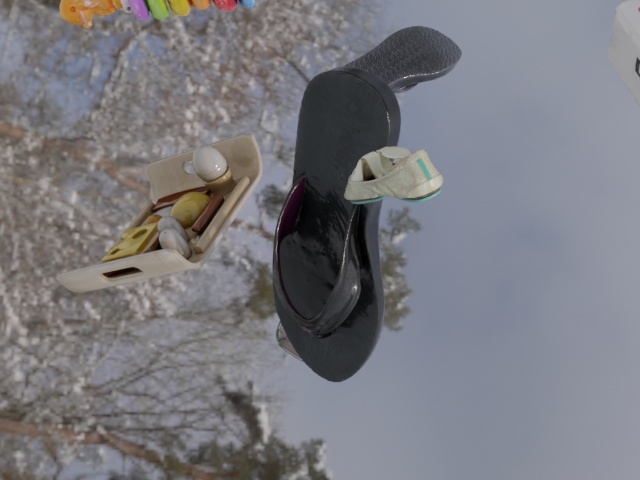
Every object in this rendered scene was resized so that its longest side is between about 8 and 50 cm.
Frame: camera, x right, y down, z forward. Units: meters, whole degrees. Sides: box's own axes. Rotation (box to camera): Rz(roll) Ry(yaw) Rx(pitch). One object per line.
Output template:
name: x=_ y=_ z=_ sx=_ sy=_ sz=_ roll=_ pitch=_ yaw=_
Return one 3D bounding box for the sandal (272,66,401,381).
sandal: x=-0.002 y=-0.002 z=1.274 sx=0.167 sy=0.107 sz=0.446 roll=19 pitch=-59 yaw=27

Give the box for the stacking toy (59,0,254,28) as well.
stacking toy: x=-0.261 y=-0.402 z=1.536 sx=0.166 sy=0.301 sz=0.175 roll=-123 pitch=-168 yaw=-70

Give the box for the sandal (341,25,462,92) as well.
sandal: x=0.110 y=-0.267 z=1.551 sx=0.097 sy=0.254 sz=0.054 roll=56 pitch=-27 yaw=16

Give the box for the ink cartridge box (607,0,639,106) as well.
ink cartridge box: x=0.419 y=-0.176 z=1.046 sx=0.086 sy=0.148 sz=0.203 roll=80 pitch=-8 yaw=-54

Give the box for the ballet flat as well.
ballet flat: x=0.066 y=-0.068 z=0.973 sx=0.168 sy=0.057 sz=0.052 roll=2 pitch=-59 yaw=64

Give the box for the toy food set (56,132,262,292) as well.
toy food set: x=-0.235 y=-0.046 z=1.461 sx=0.219 sy=0.092 sz=0.306 roll=-13 pitch=-151 yaw=30

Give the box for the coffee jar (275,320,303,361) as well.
coffee jar: x=-0.001 y=0.132 z=1.526 sx=0.096 sy=0.184 sz=0.079 roll=29 pitch=-79 yaw=9
